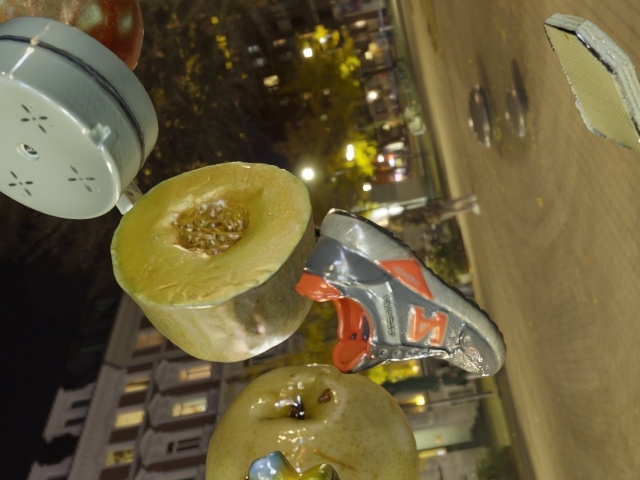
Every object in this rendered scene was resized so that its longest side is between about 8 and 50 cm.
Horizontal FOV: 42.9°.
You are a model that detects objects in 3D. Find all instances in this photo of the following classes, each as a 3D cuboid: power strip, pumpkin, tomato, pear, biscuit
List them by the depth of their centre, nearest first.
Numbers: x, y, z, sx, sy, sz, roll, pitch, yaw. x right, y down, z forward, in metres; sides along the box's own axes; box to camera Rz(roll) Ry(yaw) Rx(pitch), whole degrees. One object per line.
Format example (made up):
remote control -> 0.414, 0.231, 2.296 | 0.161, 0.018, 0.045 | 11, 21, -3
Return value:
pear -> -0.008, 0.333, 1.150 | 0.309, 0.309, 0.309 | -11, -90, -84
pumpkin -> -0.155, 0.046, 1.322 | 0.332, 0.333, 0.199 | -93, -7, -51
biscuit -> 0.466, -0.260, 1.341 | 0.252, 0.052, 0.150 | 51, 176, -33
power strip -> -0.471, -0.203, 1.400 | 0.357, 0.358, 0.161 | 72, -148, -46
power strip -> -0.395, -0.111, 1.596 | 0.192, 0.035, 0.081 | 51, -171, 24
tomato -> -0.507, -0.447, 1.671 | 0.303, 0.304, 0.238 | -45, -34, -82

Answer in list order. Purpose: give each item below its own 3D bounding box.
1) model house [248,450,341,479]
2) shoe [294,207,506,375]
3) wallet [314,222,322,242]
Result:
model house -> -0.040, 0.354, 0.710 | 0.303, 0.237, 0.215 | 65, -176, 12
shoe -> 0.097, 0.115, 1.052 | 0.336, 0.171, 0.132 | 40, 171, -24
wallet -> 0.001, -0.003, 1.630 | 0.160, 0.236, 0.055 | 27, 108, 47
